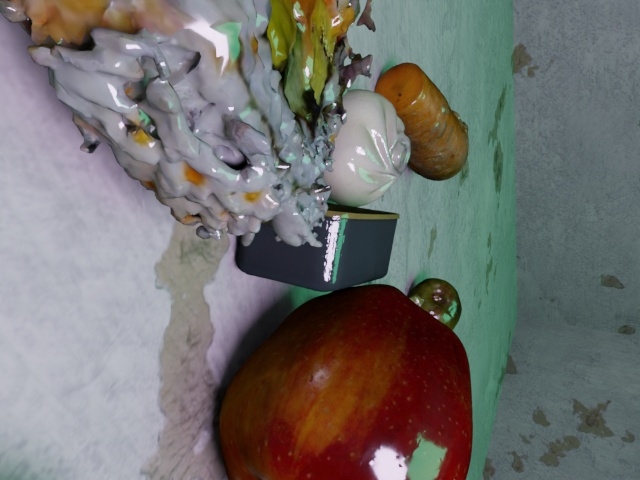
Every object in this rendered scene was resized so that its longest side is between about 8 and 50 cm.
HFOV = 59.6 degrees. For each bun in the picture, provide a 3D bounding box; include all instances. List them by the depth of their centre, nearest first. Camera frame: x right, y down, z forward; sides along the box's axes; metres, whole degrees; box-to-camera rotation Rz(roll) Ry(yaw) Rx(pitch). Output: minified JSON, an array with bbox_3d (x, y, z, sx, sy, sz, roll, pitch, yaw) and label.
[{"bbox_3d":[0.069,-0.132,0.817,0.173,0.119,0.173,-33,127,-58],"label":"bun"}]

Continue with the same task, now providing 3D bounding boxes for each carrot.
[{"bbox_3d":[0.199,-0.205,1.057,0.301,0.138,0.139,27,72,-56],"label":"carrot"}]

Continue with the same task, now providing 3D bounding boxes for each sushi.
[{"bbox_3d":[-0.071,-0.192,0.462,0.417,0.175,0.418,1,90,-69],"label":"sushi"}]

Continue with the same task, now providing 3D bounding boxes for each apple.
[{"bbox_3d":[0.035,0.206,0.644,0.317,0.288,0.288,-52,140,-48],"label":"apple"}]

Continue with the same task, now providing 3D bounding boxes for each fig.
[{"bbox_3d":[0.266,0.173,1.284,0.185,0.126,0.133,55,34,-48],"label":"fig"}]

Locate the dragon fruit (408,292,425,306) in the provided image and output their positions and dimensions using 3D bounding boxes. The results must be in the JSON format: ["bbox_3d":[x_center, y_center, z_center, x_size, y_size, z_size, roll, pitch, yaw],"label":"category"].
[{"bbox_3d":[0.125,0.156,0.981,0.236,0.137,0.135,1,67,-65],"label":"dragon fruit"}]

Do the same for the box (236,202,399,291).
[{"bbox_3d":[0.000,0.000,0.684,0.201,0.144,0.090,-6,106,-64],"label":"box"}]
